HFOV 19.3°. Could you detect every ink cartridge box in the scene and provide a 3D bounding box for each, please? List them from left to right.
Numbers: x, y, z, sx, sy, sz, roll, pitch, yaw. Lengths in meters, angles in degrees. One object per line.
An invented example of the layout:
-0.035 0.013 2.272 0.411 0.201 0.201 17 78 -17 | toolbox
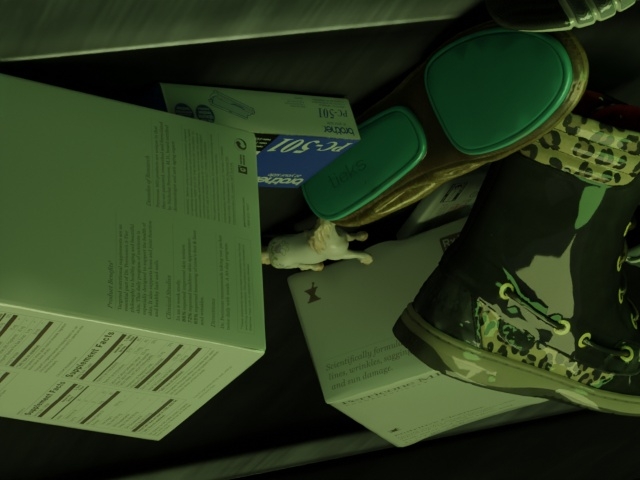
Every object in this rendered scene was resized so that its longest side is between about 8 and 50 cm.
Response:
-0.075 -0.088 1.616 0.207 0.046 0.097 1 154 -41 | ink cartridge box

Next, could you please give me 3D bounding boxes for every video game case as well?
0.169 -0.044 1.972 0.143 0.019 0.157 -9 157 -23 | video game case

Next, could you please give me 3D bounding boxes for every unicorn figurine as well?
0.000 0.000 1.885 0.162 0.060 0.111 -30 157 30 | unicorn figurine

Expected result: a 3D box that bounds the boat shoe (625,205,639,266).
0.402 -0.055 1.998 0.099 0.116 0.319 10 150 -11 | boat shoe

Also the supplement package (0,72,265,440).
-0.206 0.016 1.481 0.263 0.199 0.198 12 148 -27 | supplement package

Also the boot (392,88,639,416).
0.271 0.011 1.824 0.377 0.138 0.284 11 109 -33 | boot

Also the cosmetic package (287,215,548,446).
0.125 0.112 2.117 0.217 0.156 0.385 -20 164 11 | cosmetic package

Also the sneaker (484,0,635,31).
0.250 -0.211 1.511 0.229 0.086 0.132 -22 162 10 | sneaker

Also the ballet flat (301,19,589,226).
0.127 -0.107 1.655 0.124 0.116 0.342 -15 167 -46 | ballet flat
